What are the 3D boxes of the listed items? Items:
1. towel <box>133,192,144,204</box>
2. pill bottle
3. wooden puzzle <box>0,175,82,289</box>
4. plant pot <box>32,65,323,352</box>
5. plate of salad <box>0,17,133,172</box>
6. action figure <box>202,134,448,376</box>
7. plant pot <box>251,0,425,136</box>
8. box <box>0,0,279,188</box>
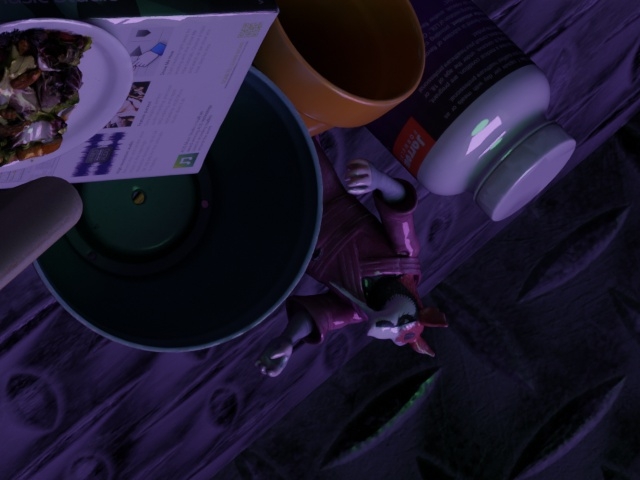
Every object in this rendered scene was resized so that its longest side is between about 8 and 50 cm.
[{"bbox_3d":[-0.211,-0.035,2.248,0.083,0.009,0.060,-48,165,17],"label":"towel"},{"bbox_3d":[0.123,-0.176,2.100,0.181,0.323,0.181,-39,164,-13],"label":"pill bottle"},{"bbox_3d":[-0.403,0.047,1.525,0.348,0.080,0.322,-10,-155,41],"label":"wooden puzzle"},{"bbox_3d":[-0.166,-0.043,1.898,0.293,0.293,0.196,-39,-168,-13],"label":"plant pot"},{"bbox_3d":[-0.245,-0.107,1.553,0.200,0.048,0.200,-16,151,-9],"label":"plate of salad"},{"bbox_3d":[0.000,0.000,2.166,0.248,0.370,0.276,-48,169,12],"label":"action figure"},{"bbox_3d":[-0.029,-0.185,1.977,0.205,0.205,0.188,-26,173,-48],"label":"plant pot"},{"bbox_3d":[-0.220,-0.134,1.633,0.322,0.058,0.232,-7,148,-30],"label":"box"}]
